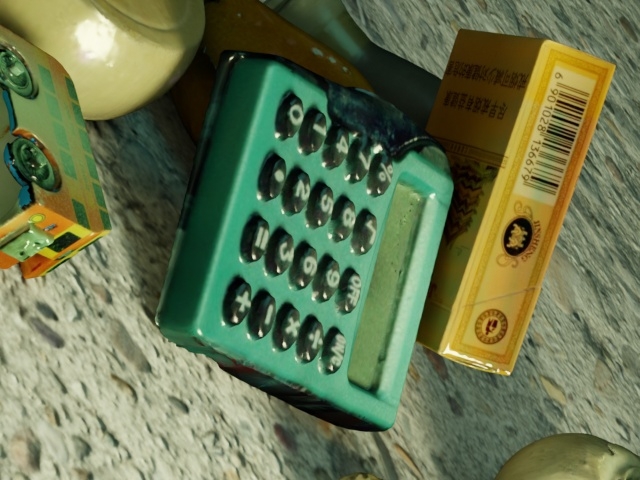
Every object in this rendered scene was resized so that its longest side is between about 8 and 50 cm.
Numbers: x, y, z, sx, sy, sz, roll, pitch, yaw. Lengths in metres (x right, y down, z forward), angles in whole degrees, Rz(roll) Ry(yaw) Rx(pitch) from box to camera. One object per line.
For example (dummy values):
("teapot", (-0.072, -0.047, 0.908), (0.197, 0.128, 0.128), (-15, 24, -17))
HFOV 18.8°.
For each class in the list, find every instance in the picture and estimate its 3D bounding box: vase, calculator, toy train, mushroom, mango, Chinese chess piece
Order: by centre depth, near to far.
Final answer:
("toy train", (-0.206, -0.064, 1.321), (0.099, 0.072, 0.188), (27, 36, -47))
("Chinese chess piece", (-0.197, -0.213, 1.496), (0.251, 0.097, 0.251), (41, 28, -28))
("calculator", (0.000, 0.000, 1.504), (0.274, 0.058, 0.248), (31, 68, -45))
("mushroom", (0.251, 0.264, 1.625), (0.246, 0.202, 0.246), (32, 32, -24))
("mango", (-0.043, -0.115, 1.632), (0.236, 0.136, 0.166), (50, 28, 3))
("vase", (0.060, -0.112, 1.815), (0.321, 0.173, 0.173), (46, 24, -6))

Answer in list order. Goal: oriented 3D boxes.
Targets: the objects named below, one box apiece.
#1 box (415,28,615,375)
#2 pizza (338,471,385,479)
("box", (0.139, -0.039, 1.650), (0.076, 0.274, 0.174), (17, 3, -21))
("pizza", (0.100, 0.309, 1.411), (0.289, 0.081, 0.229), (46, 19, -20))
